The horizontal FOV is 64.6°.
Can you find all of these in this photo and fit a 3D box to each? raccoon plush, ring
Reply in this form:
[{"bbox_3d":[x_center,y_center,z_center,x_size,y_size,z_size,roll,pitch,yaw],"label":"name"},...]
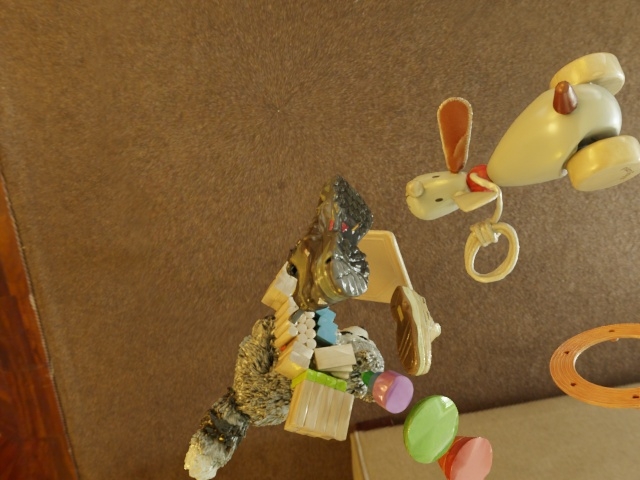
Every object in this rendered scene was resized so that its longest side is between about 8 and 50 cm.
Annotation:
[{"bbox_3d":[-0.044,0.363,1.086,0.216,0.299,0.446,44,68,-49],"label":"raccoon plush"},{"bbox_3d":[0.745,0.305,1.244,0.337,0.336,0.032,-21,104,1],"label":"ring"}]

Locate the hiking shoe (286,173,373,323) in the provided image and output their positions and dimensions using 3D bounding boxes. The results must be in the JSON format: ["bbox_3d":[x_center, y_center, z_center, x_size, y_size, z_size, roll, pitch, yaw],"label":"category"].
[{"bbox_3d":[0.000,0.000,0.651,0.114,0.227,0.086,-32,117,27],"label":"hiking shoe"}]

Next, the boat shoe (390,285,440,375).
[{"bbox_3d":[0.167,0.146,0.841,0.072,0.190,0.068,16,125,-11],"label":"boat shoe"}]

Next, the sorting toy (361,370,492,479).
[{"bbox_3d":[0.194,0.358,0.991,0.127,0.126,0.365,-51,118,-15],"label":"sorting toy"}]

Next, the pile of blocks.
[{"bbox_3d":[-0.027,0.218,1.015,0.149,0.112,0.362,1,63,-25],"label":"pile of blocks"}]

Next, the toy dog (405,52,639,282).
[{"bbox_3d":[0.241,-0.113,0.666,0.161,0.220,0.334,16,129,-43],"label":"toy dog"}]

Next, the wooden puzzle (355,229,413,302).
[{"bbox_3d":[0.107,0.058,1.185,0.044,0.239,0.221,-48,129,-33],"label":"wooden puzzle"}]
